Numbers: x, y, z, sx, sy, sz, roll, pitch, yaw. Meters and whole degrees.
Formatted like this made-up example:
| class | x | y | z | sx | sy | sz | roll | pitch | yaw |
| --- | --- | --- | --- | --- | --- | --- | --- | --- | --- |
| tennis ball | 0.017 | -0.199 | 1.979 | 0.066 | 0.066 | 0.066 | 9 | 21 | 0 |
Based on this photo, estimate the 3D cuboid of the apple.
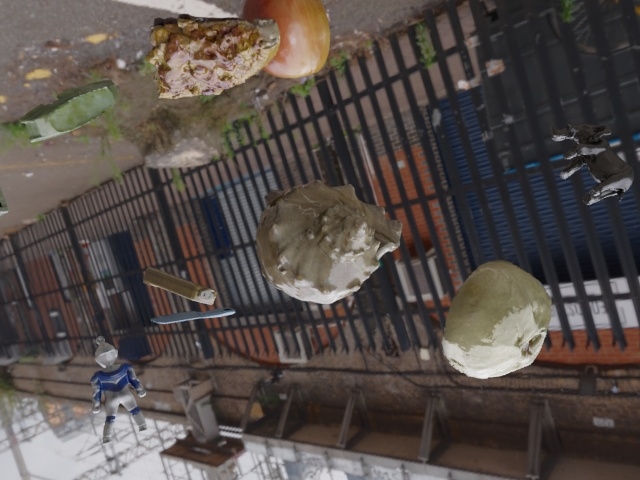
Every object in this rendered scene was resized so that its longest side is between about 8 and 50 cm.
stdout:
| class | x | y | z | sx | sy | sz | roll | pitch | yaw |
| --- | --- | --- | --- | --- | --- | --- | --- | --- | --- |
| apple | -0.097 | -0.553 | 1.402 | 0.242 | 0.241 | 0.242 | -15 | -159 | 6 |

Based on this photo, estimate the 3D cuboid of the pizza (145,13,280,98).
| class | x | y | z | sx | sy | sz | roll | pitch | yaw |
| --- | --- | --- | --- | --- | --- | --- | --- | --- | --- |
| pizza | -0.275 | -0.434 | 1.259 | 0.408 | 0.114 | 0.277 | -13 | 169 | 26 |

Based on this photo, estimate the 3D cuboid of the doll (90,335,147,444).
| class | x | y | z | sx | sy | sz | roll | pitch | yaw |
| --- | --- | --- | --- | --- | --- | --- | --- | --- | --- |
| doll | -0.451 | 0.319 | 1.161 | 0.114 | 0.227 | 0.057 | -12 | 171 | -28 |

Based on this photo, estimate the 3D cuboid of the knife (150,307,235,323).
| class | x | y | z | sx | sy | sz | roll | pitch | yaw |
| --- | --- | --- | --- | --- | --- | --- | --- | --- | --- |
| knife | -0.396 | 0.235 | 1.674 | 0.044 | 0.019 | 0.313 | 38 | -156 | 33 |

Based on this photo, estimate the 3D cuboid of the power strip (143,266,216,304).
| class | x | y | z | sx | sy | sz | roll | pitch | yaw |
| --- | --- | --- | --- | --- | --- | --- | --- | --- | --- |
| power strip | -0.347 | 0.108 | 1.272 | 0.064 | 0.044 | 0.305 | 23 | 171 | -43 |

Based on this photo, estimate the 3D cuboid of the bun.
| class | x | y | z | sx | sy | sz | roll | pitch | yaw |
| --- | --- | --- | --- | --- | --- | --- | --- | --- | --- |
| bun | 0.516 | 0.238 | 1.478 | 0.364 | 0.364 | 0.202 | -19 | -149 | -31 |

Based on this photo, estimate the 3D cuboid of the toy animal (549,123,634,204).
| class | x | y | z | sx | sy | sz | roll | pitch | yaw |
| --- | --- | --- | --- | --- | --- | --- | --- | --- | --- |
| toy animal | 0.682 | -0.203 | 1.337 | 0.146 | 0.245 | 0.114 | -28 | 174 | -11 |

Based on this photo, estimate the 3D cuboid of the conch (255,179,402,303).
| class | x | y | z | sx | sy | sz | roll | pitch | yaw |
| --- | --- | --- | --- | --- | --- | --- | --- | --- | --- |
| conch | -0.001 | -0.010 | 0.898 | 0.263 | 0.186 | 0.324 | -15 | -169 | -31 |

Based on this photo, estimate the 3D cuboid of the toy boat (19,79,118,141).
| class | x | y | z | sx | sy | sz | roll | pitch | yaw |
| --- | --- | --- | --- | --- | --- | --- | --- | --- | --- |
| toy boat | -0.609 | -0.336 | 1.328 | 0.055 | 0.093 | 0.293 | 7 | -143 | 28 |

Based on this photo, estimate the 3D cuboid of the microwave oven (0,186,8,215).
| class | x | y | z | sx | sy | sz | roll | pitch | yaw |
| --- | --- | --- | --- | --- | --- | --- | --- | --- | --- |
| microwave oven | -0.600 | -0.159 | 0.644 | 0.218 | 0.355 | 0.286 | -19 | 179 | 25 |
